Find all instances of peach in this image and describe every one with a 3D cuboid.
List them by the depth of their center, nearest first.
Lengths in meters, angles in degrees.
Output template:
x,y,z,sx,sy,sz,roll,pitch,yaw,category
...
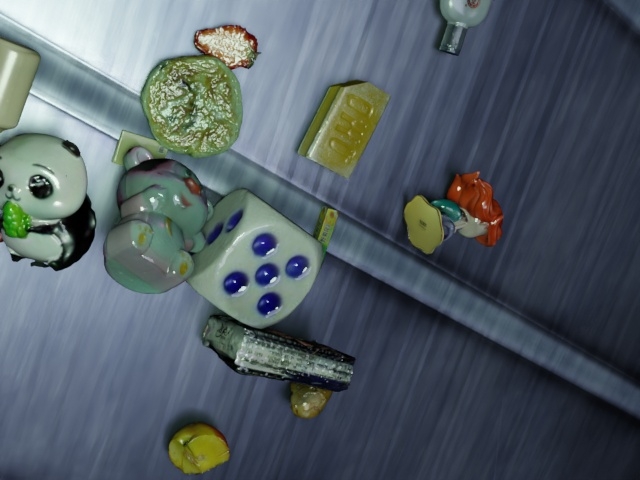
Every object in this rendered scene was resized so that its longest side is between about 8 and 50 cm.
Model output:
x,y,z,sx,sy,sz,roll,pitch,yaw,category
-0.304,0.520,2.008,0.151,0.118,0.151,7,119,13,peach

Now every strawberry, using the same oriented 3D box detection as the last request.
x,y,z,sx,sy,sz,roll,pitch,yaw,category
-0.208,-0.437,1.771,0.152,0.048,0.103,17,107,-12,strawberry

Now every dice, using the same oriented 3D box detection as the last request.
x,y,z,sx,sy,sz,roll,pitch,yaw,category
-0.157,0.042,1.832,0.243,0.259,0.251,37,90,-28,dice

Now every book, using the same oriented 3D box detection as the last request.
x,y,z,sx,sy,sz,roll,pitch,yaw,category
-0.405,-0.196,1.777,0.111,0.014,0.077,16,99,-29,book

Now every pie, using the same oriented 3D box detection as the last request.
x,y,z,sx,sy,sz,roll,pitch,yaw,category
-0.280,-0.301,1.760,0.241,0.054,0.240,-4,107,-12,pie

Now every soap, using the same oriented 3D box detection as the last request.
x,y,z,sx,sy,sz,roll,pitch,yaw,category
0.059,-0.283,1.927,0.140,0.073,0.232,25,95,-33,soap

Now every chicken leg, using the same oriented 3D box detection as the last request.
x,y,z,sx,sy,sz,roll,pitch,yaw,category
-0.008,0.391,2.122,0.207,0.101,0.085,-47,125,-27,chicken leg

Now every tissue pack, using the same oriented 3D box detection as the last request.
x,y,z,sx,sy,sz,roll,pitch,yaw,category
-0.110,0.282,1.945,0.332,0.245,0.123,20,82,-29,tissue pack

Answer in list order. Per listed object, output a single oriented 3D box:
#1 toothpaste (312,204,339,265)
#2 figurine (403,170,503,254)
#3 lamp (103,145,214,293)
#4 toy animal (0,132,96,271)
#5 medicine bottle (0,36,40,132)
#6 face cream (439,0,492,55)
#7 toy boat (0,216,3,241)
x,y,z,sx,sy,sz,roll,pitch,yaw,category
0.000,0.000,2.012,0.037,0.043,0.178,14,101,-27,toothpaste
0.375,-0.073,2.090,0.257,0.181,0.208,-12,83,-28,figurine
-0.366,-0.031,1.713,0.247,0.301,0.247,-29,127,36,lamp
-0.568,-0.079,1.603,0.213,0.212,0.266,-21,136,-17,toy animal
-0.653,-0.277,1.580,0.114,0.114,0.252,17,99,-28,medicine bottle
0.363,-0.607,1.957,0.144,0.071,0.291,13,102,-27,face cream
-0.731,-0.015,1.666,0.173,0.059,0.069,-15,114,-27,toy boat
